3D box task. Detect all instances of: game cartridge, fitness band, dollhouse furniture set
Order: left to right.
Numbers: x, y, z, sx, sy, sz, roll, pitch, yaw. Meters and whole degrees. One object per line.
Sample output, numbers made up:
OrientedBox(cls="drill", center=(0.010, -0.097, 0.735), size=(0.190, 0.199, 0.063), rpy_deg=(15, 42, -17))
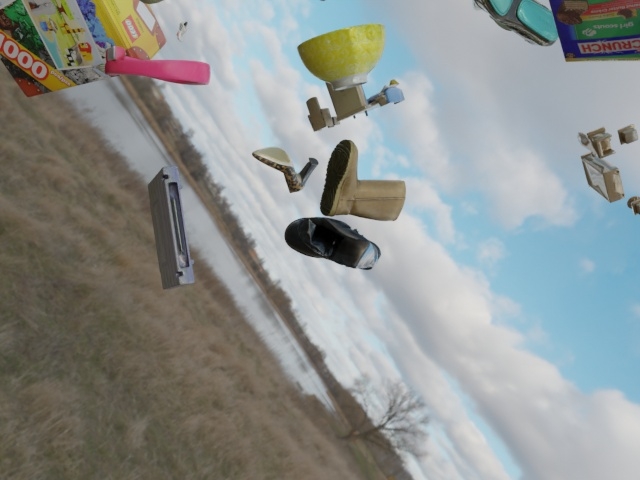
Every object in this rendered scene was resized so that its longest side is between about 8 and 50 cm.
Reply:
OrientedBox(cls="fitness band", center=(-0.357, -0.375, 1.123), size=(0.290, 0.208, 0.055), rpy_deg=(30, -65, 58))
OrientedBox(cls="game cartridge", center=(-0.468, -0.031, 1.599), size=(0.230, 0.068, 0.356), rpy_deg=(-18, -99, 63))
OrientedBox(cls="dollhouse furniture set", center=(0.130, -0.585, 2.015), size=(0.286, 0.303, 0.198), rpy_deg=(-15, -83, 39))
OrientedBox(cls="dollhouse furniture set", center=(1.013, -0.270, 1.562), size=(0.304, 0.355, 0.174), rpy_deg=(62, 14, -22))

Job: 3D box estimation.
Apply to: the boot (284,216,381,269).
OrientedBox(cls="boot", center=(0.002, 0.000, 1.640), size=(0.366, 0.146, 0.445), rpy_deg=(13, 2, 13))

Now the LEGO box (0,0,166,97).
OrientedBox(cls="LEGO box", center=(-0.672, -0.644, 1.234), size=(0.193, 0.371, 0.501), rpy_deg=(-78, 155, -46))

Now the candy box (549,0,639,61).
OrientedBox(cls="candy box", center=(0.773, -0.613, 1.355), size=(0.268, 0.122, 0.317), rpy_deg=(13, -11, 38))

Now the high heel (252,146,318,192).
OrientedBox(cls="high heel", center=(-0.156, -0.246, 1.876), size=(0.186, 0.261, 0.093), rpy_deg=(-50, -136, 43))

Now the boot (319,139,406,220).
OrientedBox(cls="boot", center=(0.140, -0.169, 1.485), size=(0.089, 0.269, 0.236), rpy_deg=(48, -52, 44))

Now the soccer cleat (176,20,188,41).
OrientedBox(cls="soccer cleat", center=(-0.504, -0.767, 1.875), size=(0.029, 0.035, 0.084), rpy_deg=(30, 58, -51))

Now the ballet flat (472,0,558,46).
OrientedBox(cls="ballet flat", center=(0.661, -0.843, 1.838), size=(0.482, 0.164, 0.182), rpy_deg=(23, 2, -29))

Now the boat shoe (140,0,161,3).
OrientedBox(cls="boat shoe", center=(-0.202, -0.407, 0.566), size=(0.103, 0.113, 0.303), rpy_deg=(42, 38, -65))

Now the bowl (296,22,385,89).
OrientedBox(cls="bowl", center=(0.081, -0.573, 1.640), size=(0.289, 0.289, 0.156), rpy_deg=(-154, -131, -73))
